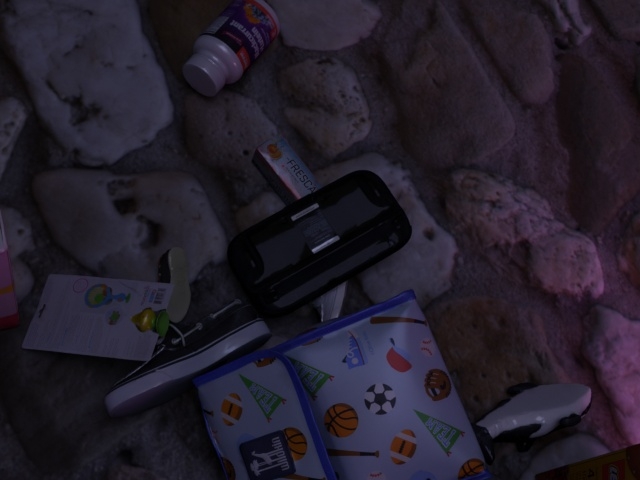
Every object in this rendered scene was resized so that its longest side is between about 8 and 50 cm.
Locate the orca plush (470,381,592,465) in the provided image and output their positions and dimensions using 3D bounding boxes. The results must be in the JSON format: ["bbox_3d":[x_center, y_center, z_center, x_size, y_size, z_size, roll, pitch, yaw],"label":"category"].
[{"bbox_3d":[0.367,0.336,1.671,0.287,0.151,0.102,-21,118,-46],"label":"orca plush"}]

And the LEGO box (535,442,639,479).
[{"bbox_3d":[0.489,0.595,1.458,0.193,0.372,0.500,10,67,-11],"label":"LEGO box"}]

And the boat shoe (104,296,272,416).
[{"bbox_3d":[-0.228,0.181,1.568,0.306,0.113,0.105,-28,72,-26],"label":"boat shoe"}]

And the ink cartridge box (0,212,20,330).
[{"bbox_3d":[-0.592,0.032,1.373,0.279,0.384,0.160,-11,73,-19],"label":"ink cartridge box"}]

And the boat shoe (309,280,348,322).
[{"bbox_3d":[0.012,0.096,1.694,0.063,0.066,0.184,8,71,6],"label":"boat shoe"}]

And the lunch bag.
[{"bbox_3d":[0.026,0.295,1.518,0.385,0.239,0.328,-21,82,-3],"label":"lunch bag"}]

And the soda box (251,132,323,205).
[{"bbox_3d":[-0.046,-0.102,1.752,0.058,0.063,0.183,-35,82,-22],"label":"soda box"}]

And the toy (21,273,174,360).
[{"bbox_3d":[-0.353,0.131,1.559,0.237,0.056,0.137,2,60,22],"label":"toy"}]

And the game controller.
[{"bbox_3d":[0.000,0.000,1.674,0.319,0.067,0.166,-29,70,-15],"label":"game controller"}]

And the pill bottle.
[{"bbox_3d":[-0.170,-0.363,1.794,0.108,0.108,0.193,36,65,1],"label":"pill bottle"}]

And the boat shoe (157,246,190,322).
[{"bbox_3d":[-0.253,0.079,1.640,0.049,0.042,0.133,12,65,-38],"label":"boat shoe"}]
